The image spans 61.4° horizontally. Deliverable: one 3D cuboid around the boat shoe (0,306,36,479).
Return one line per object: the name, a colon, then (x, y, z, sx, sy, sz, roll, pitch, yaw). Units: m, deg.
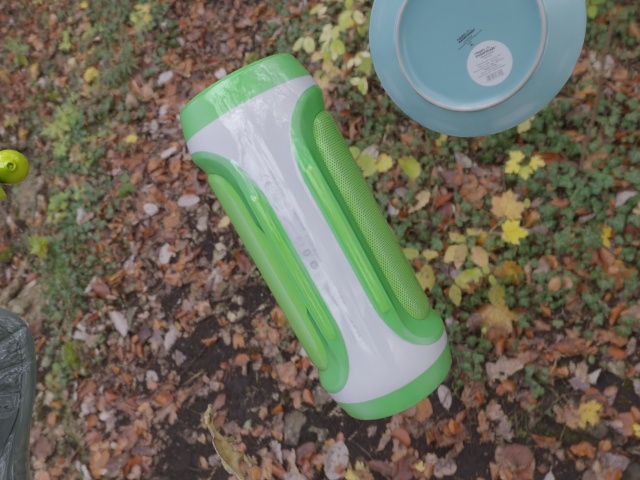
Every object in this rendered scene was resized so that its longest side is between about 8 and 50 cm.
boat shoe: (-0.282, 0.214, 0.412, 0.118, 0.103, 0.321, 5, 65, -31)

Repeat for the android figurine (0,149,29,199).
android figurine: (-0.463, -0.036, 0.629, 0.248, 0.056, 0.272, -31, 17, -23)

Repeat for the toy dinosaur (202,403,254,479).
toy dinosaur: (-0.148, 0.360, 0.888, 0.053, 0.093, 0.183, -38, 58, -8)

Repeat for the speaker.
speaker: (0.000, 0.000, 0.467, 0.131, 0.297, 0.131, -28, 9, 5)

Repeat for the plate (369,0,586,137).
plate: (0.130, -0.179, 0.474, 0.188, 0.188, 0.024, 7, 30, 21)
